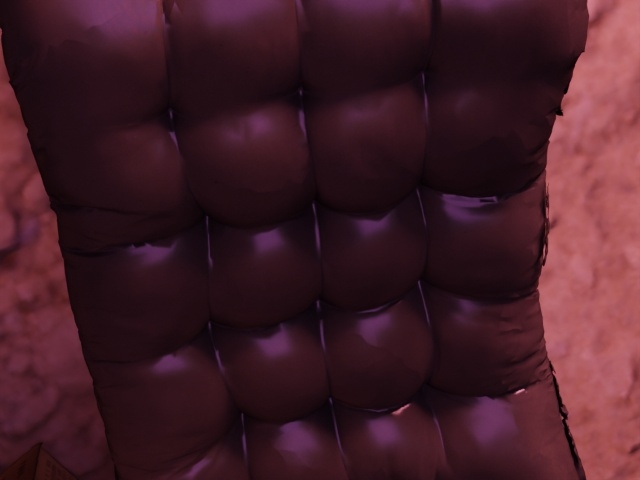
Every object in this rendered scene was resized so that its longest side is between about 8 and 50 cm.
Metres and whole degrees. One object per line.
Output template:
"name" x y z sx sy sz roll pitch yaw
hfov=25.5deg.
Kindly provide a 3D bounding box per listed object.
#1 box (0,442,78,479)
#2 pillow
"box" -0.105 0.210 0.636 0.095 0.212 0.168 -45 104 3
"pillow" 0.000 0.000 0.618 0.228 0.101 0.326 -8 124 -4
